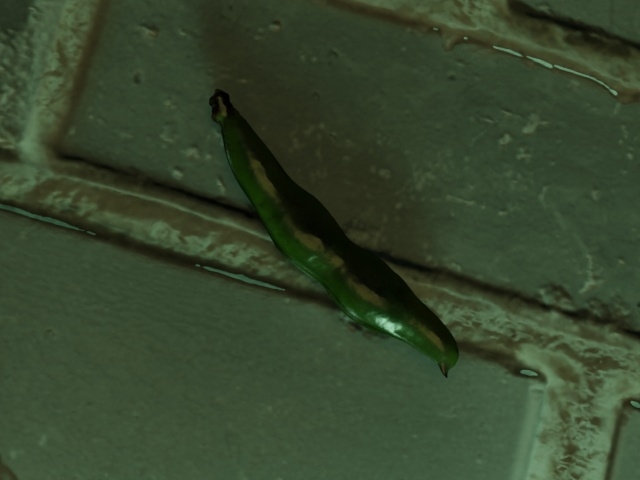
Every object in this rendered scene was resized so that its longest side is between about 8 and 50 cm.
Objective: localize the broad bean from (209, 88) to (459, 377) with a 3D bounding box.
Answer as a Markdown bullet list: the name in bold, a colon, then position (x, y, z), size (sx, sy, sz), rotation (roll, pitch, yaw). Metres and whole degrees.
- **broad bean**: position (-0.001, 0.001, 1.495), size (0.297, 0.043, 0.060), rotation (46, 63, 4)
